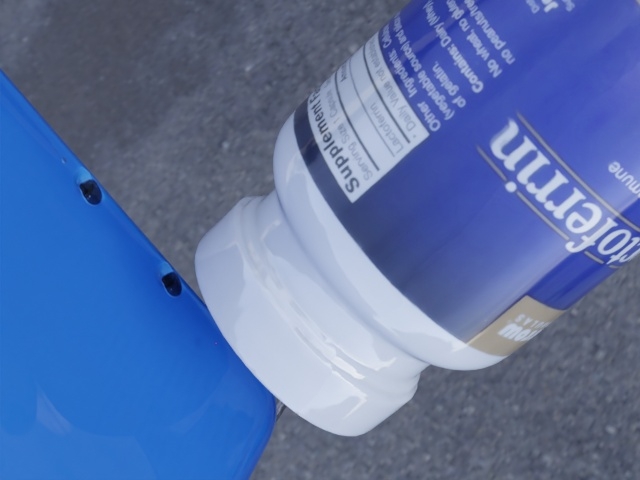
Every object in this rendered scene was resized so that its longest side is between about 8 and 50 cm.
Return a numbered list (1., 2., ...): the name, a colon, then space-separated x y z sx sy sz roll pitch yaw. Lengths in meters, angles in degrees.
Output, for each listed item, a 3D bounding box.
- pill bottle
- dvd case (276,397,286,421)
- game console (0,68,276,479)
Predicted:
1. pill bottle: 0.075 -0.037 0.629 0.265 0.153 0.153 -42 92 20
2. dvd case: 0.000 0.000 0.838 0.018 0.164 0.221 19 114 10
3. game console: -0.195 0.092 0.644 0.250 0.173 0.293 -28 121 16
